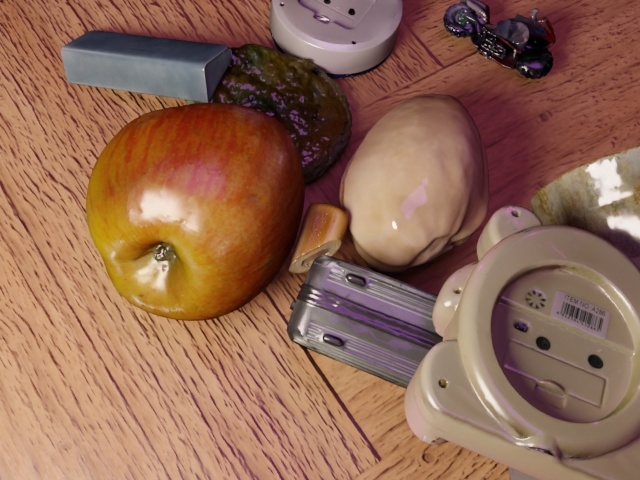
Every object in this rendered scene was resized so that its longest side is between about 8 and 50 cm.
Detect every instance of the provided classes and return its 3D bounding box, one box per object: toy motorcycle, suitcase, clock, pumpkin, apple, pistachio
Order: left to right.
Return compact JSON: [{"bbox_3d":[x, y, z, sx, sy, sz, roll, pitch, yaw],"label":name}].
[{"bbox_3d":[-0.166,-0.029,1.088,0.301,0.301,0.301,3,62,-5],"label":"apple"},{"bbox_3d":[0.026,-0.397,1.419,0.230,0.083,0.230,2,63,-4],"label":"clock"},{"bbox_3d":[0.111,0.128,1.084,0.312,0.202,0.128,21,82,5],"label":"suitcase"},{"bbox_3d":[0.141,-0.088,1.208,0.214,0.193,0.318,19,54,-7],"label":"pistachio"},{"bbox_3d":[0.328,-0.375,1.441,0.213,0.082,0.122,32,65,9],"label":"toy motorcycle"},{"bbox_3d":[0.265,0.123,0.926,0.284,0.114,0.309,22,57,5],"label":"clock"},{"bbox_3d":[0.480,-0.009,1.152,0.332,0.332,0.199,-12,78,-13],"label":"pumpkin"}]

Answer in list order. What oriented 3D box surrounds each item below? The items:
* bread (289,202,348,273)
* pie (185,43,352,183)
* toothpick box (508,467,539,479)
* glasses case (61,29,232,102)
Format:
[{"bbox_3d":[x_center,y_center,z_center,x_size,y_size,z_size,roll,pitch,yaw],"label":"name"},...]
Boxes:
[{"bbox_3d":[0.000,0.001,1.120,0.062,0.049,0.103,12,75,15],"label":"bread"},{"bbox_3d":[-0.081,-0.201,1.304,0.277,0.078,0.277,3,64,-5],"label":"pie"},{"bbox_3d":[0.424,0.276,1.032,0.316,0.229,0.229,-19,66,-16],"label":"toothpick box"},{"bbox_3d":[-0.282,-0.291,1.294,0.266,0.056,0.105,11,61,20],"label":"glasses case"}]
